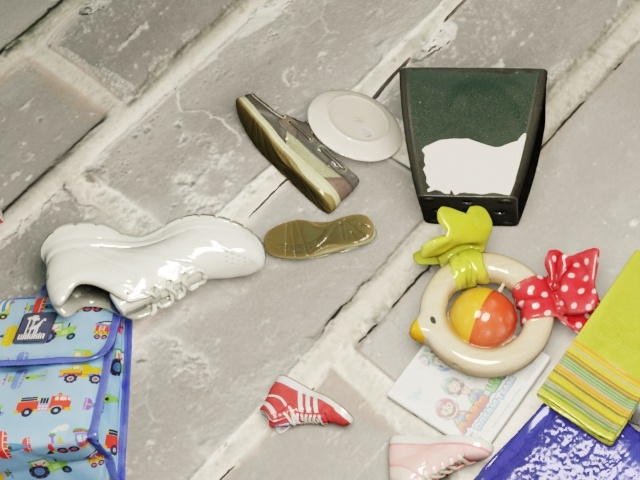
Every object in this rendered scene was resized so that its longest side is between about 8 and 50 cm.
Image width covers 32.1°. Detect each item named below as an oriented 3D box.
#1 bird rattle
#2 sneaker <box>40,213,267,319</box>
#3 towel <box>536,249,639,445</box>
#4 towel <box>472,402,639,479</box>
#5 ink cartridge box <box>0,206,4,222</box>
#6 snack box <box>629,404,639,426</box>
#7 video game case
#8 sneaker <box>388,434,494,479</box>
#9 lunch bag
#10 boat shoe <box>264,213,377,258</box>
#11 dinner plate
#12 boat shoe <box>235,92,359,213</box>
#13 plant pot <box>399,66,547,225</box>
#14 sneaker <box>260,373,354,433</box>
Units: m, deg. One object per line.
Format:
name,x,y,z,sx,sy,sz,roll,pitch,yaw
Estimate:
bird rattle,0.223,0.080,1.391,0.254,0.143,0.207,29,69,8
sneaker,-0.217,0.046,1.464,0.297,0.111,0.129,-6,49,-3
towel,0.357,0.120,1.304,0.102,0.021,0.237,33,68,15
towel,0.323,0.334,1.257,0.228,0.076,0.308,-44,63,-8
ink cartridge box,-0.545,-0.054,1.629,0.135,0.056,0.099,-21,61,-3
snack box,0.452,0.156,1.330,0.207,0.070,0.174,22,67,22
video game case,0.186,0.172,1.397,0.143,0.019,0.157,31,71,24
sneaker,0.141,0.269,1.323,0.134,0.051,0.070,-6,60,29
lunch bag,-0.364,0.178,1.446,0.221,0.138,0.293,-7,46,4
boat shoe,0.000,-0.002,1.518,0.153,0.048,0.056,-12,72,11
dinner plate,0.051,-0.168,1.575,0.141,0.017,0.141,11,49,-13
boat shoe,-0.033,-0.133,1.576,0.073,0.080,0.223,-35,66,-16
plant pot,0.202,-0.115,1.471,0.188,0.187,0.166,1,74,11
sneaker,-0.020,0.220,1.392,0.119,0.042,0.067,22,63,29
